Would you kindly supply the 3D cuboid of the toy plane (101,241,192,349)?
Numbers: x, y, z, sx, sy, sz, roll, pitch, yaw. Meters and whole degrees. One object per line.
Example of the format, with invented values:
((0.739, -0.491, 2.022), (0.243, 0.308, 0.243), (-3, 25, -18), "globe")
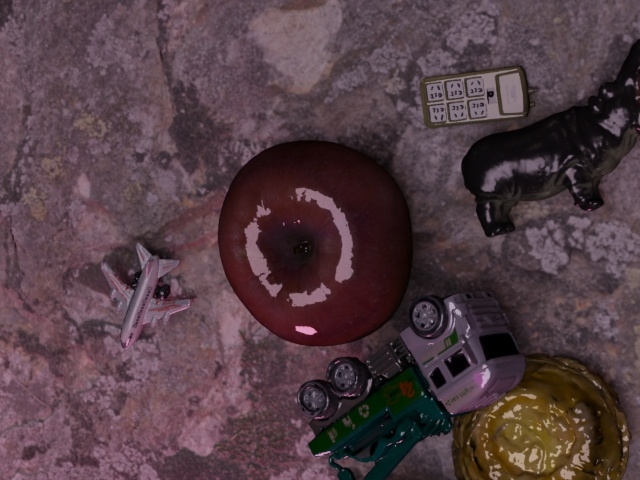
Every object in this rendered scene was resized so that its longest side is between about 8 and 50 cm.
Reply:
((-0.287, 0.095, 2.007), (0.162, 0.065, 0.171), (23, 110, 12), "toy plane")

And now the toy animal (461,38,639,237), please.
((0.361, -0.128, 1.725), (0.343, 0.106, 0.168), (-32, 84, 16), "toy animal")

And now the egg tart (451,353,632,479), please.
((0.309, 0.298, 1.808), (0.278, 0.095, 0.279), (-3, 83, 26), "egg tart")

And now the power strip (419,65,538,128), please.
((0.227, -0.206, 1.790), (0.168, 0.028, 0.076), (-6, 99, 19), "power strip")

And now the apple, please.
((0.000, 0.000, 1.802), (0.305, 0.235, 0.306), (3, 100, 16), "apple")

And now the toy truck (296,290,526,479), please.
((0.127, 0.219, 1.809), (0.363, 0.176, 0.178), (-44, 67, 27), "toy truck")
